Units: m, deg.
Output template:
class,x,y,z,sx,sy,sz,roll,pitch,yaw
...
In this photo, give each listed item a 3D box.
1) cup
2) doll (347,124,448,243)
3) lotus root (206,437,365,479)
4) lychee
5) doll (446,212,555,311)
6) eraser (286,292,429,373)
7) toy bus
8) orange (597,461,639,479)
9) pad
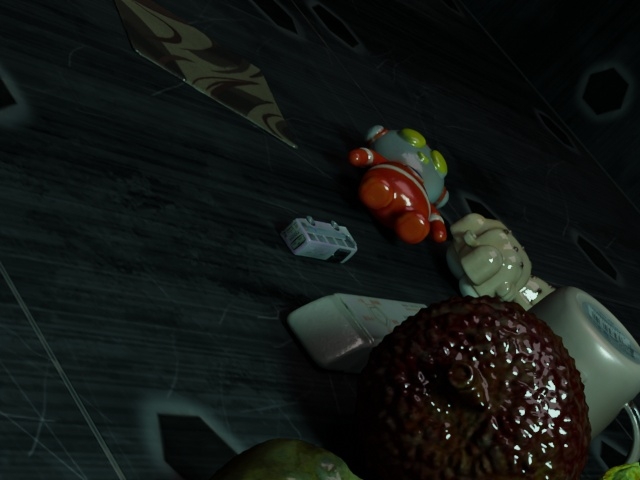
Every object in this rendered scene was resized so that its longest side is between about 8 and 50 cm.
class,x,y,z,sx,sy,sz,roll,pitch,yaw
cup,0.333,0.205,2.074,0.253,0.200,0.191,51,19,16
doll,0.133,-0.096,2.437,0.200,0.105,0.336,43,19,-6
lotus root,-0.010,0.293,1.265,0.267,0.149,0.260,43,18,5
lychee,0.165,0.190,1.690,0.260,0.260,0.260,39,19,-17
doll,0.301,0.080,2.431,0.278,0.119,0.154,49,17,-19
eraser,0.082,0.119,1.948,0.089,0.061,0.352,53,20,25
toy bus,0.000,0.000,2.064,0.131,0.037,0.052,12,39,-57
orange,0.389,0.388,1.865,0.179,0.158,0.237,35,21,-36
pad,-0.174,-0.265,2.309,0.330,0.004,0.220,29,24,-39
